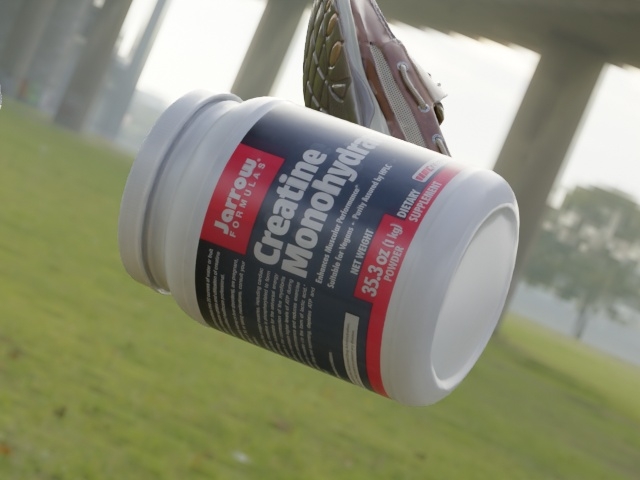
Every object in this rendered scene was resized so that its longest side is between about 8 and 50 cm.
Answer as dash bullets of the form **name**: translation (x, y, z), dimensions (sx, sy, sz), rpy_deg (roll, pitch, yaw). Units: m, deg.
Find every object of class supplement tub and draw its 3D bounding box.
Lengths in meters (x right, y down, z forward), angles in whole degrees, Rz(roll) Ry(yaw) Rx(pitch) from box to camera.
- **supplement tub**: translation (0.000, 0.000, 1.503), dimensions (0.272, 0.191, 0.191), rpy_deg (20, 0, 22)

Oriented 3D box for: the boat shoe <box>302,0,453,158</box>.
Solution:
- **boat shoe**: translation (0.062, -0.128, 1.909), dimensions (0.116, 0.324, 0.123), rpy_deg (1, -31, -22)
